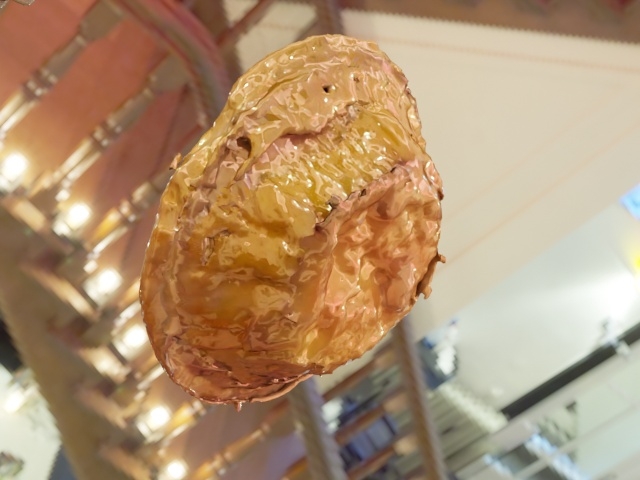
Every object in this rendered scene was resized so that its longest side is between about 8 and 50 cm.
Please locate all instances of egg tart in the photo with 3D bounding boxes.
[{"bbox_3d":[0.000,0.000,1.296,0.150,0.351,0.352,28,20,35],"label":"egg tart"}]

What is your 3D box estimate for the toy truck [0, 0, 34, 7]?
[{"bbox_3d":[-0.253,-0.283,1.353,0.191,0.085,0.116,-21,75,-53],"label":"toy truck"}]
